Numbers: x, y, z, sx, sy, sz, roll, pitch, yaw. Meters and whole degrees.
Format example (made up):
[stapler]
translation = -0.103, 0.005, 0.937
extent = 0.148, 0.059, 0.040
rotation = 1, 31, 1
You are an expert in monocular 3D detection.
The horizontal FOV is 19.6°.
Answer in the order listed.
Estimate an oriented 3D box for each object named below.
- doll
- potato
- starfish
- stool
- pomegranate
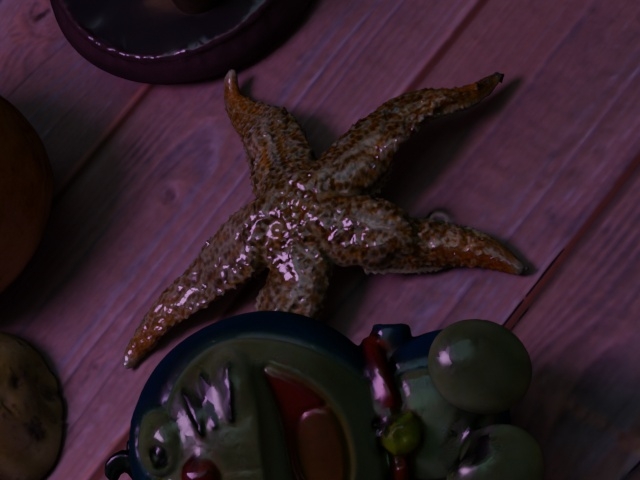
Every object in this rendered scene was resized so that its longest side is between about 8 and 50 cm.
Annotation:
[doll]
translation = -0.001, 0.149, 1.360
extent = 0.322, 0.186, 0.198
rotation = -4, 93, 4
[potato]
translation = -0.359, 0.143, 1.567
extent = 0.271, 0.111, 0.160
rotation = -11, 62, 20
[starfish]
translation = -0.001, 0.000, 1.506
extent = 0.347, 0.078, 0.358
rotation = -1, 64, 21
[stool]
translation = -0.139, -0.291, 1.640
extent = 0.272, 0.178, 0.272
rotation = -6, 65, 13
[pomegranate]
translation = -0.371, -0.031, 1.598
extent = 0.252, 0.229, 0.270
rotation = 34, 90, 27
